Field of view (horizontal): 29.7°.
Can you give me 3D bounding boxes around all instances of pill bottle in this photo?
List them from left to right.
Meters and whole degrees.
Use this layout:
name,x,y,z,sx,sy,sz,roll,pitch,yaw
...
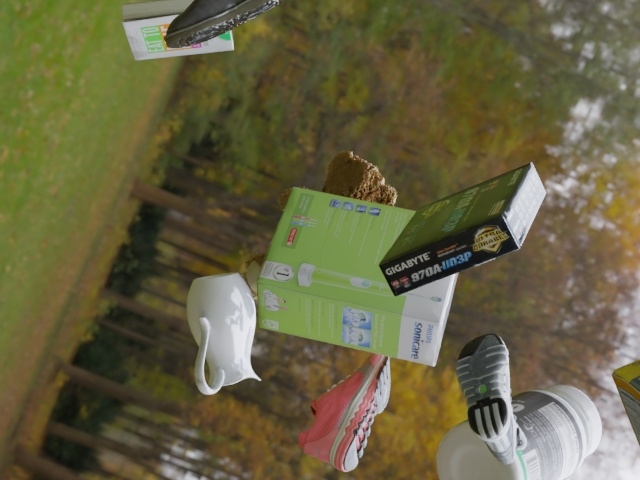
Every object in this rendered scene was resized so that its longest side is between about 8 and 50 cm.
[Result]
name,x,y,z,sx,sy,sz,roll,pitch,yaw
pill bottle,0.422,0.428,2.509,0.361,0.204,0.204,-14,140,-48

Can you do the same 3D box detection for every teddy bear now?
name,x,y,z,sx,sy,sz,roll,pitch,yaw
teddy bear,0.000,0.000,2.250,0.245,0.113,0.338,17,-105,41

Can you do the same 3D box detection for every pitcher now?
name,x,y,z,sx,sy,sz,roll,pitch,yaw
pitcher,-0.186,0.169,2.189,0.178,0.126,0.207,-13,95,-68

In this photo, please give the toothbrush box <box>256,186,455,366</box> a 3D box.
name,x,y,z,sx,sy,sz,roll,pitch,yaw
toothbrush box,0.064,0.053,1.866,0.122,0.283,0.206,89,15,-50

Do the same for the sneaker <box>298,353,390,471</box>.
name,x,y,z,sx,sy,sz,roll,pitch,yaw
sneaker,0.051,0.327,2.476,0.314,0.136,0.115,-58,153,-45

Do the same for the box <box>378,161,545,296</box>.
name,x,y,z,sx,sy,sz,roll,pitch,yaw
box,0.185,-0.017,1.546,0.175,0.051,0.220,-22,-168,26

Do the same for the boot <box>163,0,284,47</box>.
name,x,y,z,sx,sy,sz,roll,pitch,yaw
boot,-0.152,-0.372,1.552,0.190,0.208,0.076,-26,-179,-3

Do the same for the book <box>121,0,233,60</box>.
name,x,y,z,sx,sy,sz,roll,pitch,yaw
book,-0.201,-0.300,1.712,0.096,0.144,0.035,82,2,-60

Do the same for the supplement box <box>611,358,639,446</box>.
name,x,y,z,sx,sy,sz,roll,pitch,yaw
supplement box,0.645,0.354,1.953,0.195,0.356,0.194,-22,-173,-1

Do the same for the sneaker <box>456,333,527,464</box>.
name,x,y,z,sx,sy,sz,roll,pitch,yaw
sneaker,0.276,0.263,1.916,0.086,0.132,0.228,-17,-146,18
